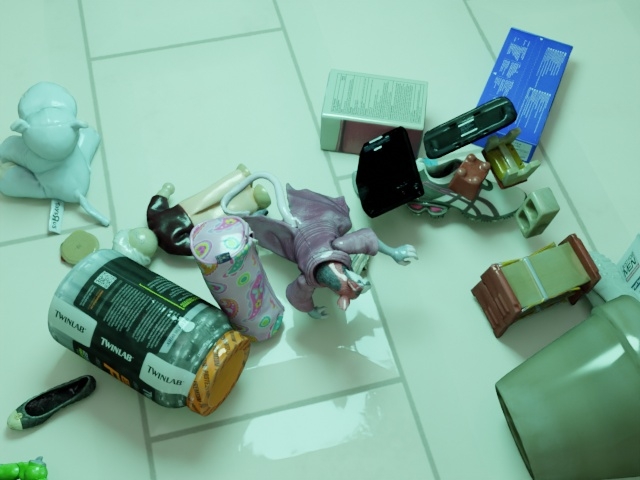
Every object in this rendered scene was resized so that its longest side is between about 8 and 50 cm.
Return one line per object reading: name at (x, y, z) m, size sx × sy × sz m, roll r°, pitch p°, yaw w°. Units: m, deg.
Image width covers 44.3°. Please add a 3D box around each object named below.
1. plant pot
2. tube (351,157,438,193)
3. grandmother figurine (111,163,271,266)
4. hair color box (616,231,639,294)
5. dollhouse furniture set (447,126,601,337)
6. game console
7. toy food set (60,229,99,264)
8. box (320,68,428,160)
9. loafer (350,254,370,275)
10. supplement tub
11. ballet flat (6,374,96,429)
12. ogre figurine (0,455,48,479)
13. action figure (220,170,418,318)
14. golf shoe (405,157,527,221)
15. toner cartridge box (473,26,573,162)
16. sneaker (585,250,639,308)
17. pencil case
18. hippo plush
plant pot at (0.474, 0.291, 1.392) m, size 0.281 × 0.323 × 0.323 m, roll -21°, pitch 60°, yaw 5°
tube at (0.176, -0.147, 1.778) m, size 0.207 × 0.052 × 0.080 m, roll -10°, pitch 63°, yaw -12°
grandmother figurine at (-0.287, -0.046, 1.667) m, size 0.342 × 0.104 × 0.208 m, roll -31°, pitch 56°, yaw -23°
hair color box at (0.706, 0.161, 1.531) m, size 0.105 × 0.173 × 0.347 m, roll -10°, pitch 59°, yaw -9°
dollhouse furniture set at (0.382, -0.020, 1.614) m, size 0.201 × 0.152 × 0.374 m, roll -18°, pitch 69°, yaw -13°
game console at (0.237, -0.190, 1.635) m, size 0.361 × 0.044 × 0.213 m, roll -25°, pitch 40°, yaw 16°
toy food set at (-0.509, 0.018, 1.662) m, size 0.083 × 0.020 × 0.082 m, roll 28°, pitch 61°, yaw 14°
box at (0.123, -0.287, 1.815) m, size 0.233 × 0.126 × 0.148 m, roll 8°, pitch 58°, yaw 3°
loafer at (0.077, 0.061, 1.651) m, size 0.039 × 0.045 × 0.125 m, roll 36°, pitch 69°, yaw 0°
supplement tub at (-0.314, 0.174, 1.463) m, size 0.338 × 0.207 × 0.207 m, roll 27°, pitch 61°, yaw 15°
ballet flat at (-0.505, 0.297, 1.471) m, size 0.173 × 0.049 × 0.057 m, roll -28°, pitch 62°, yaw -18°
ogre figurine at (-0.505, 0.461, 1.344) m, size 0.118 × 0.096 × 0.197 m, roll -27°, pitch 51°, yaw -5°
action figure at (0.000, 0.000, 1.521) m, size 0.248 × 0.276 × 0.370 m, roll -43°, pitch 29°, yaw 5°
golf shoe at (0.322, -0.111, 1.706) m, size 0.273 × 0.120 × 0.105 m, roll 2°, pitch 33°, yaw -4°
toner cartridge box at (0.483, -0.358, 1.904) m, size 0.165 × 0.075 × 0.347 m, roll 22°, pitch 60°, yaw 10°
sneaker at (0.581, 0.113, 1.615) m, size 0.090 × 0.094 × 0.235 m, roll -13°, pitch 40°, yaw -5°
pencil case at (-0.152, 0.075, 1.486) m, size 0.124 × 0.284 × 0.124 m, roll -7°, pitch 49°, yaw 8°
hippo plush at (-0.594, -0.196, 1.664) m, size 0.235 × 0.236 × 0.294 m, roll -9°, pitch 59°, yaw -8°
